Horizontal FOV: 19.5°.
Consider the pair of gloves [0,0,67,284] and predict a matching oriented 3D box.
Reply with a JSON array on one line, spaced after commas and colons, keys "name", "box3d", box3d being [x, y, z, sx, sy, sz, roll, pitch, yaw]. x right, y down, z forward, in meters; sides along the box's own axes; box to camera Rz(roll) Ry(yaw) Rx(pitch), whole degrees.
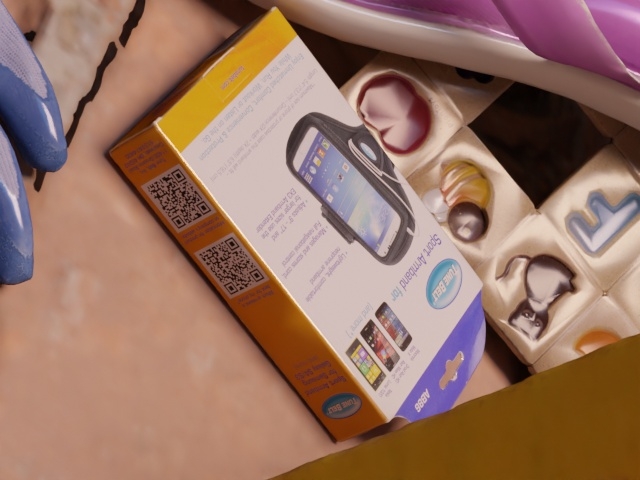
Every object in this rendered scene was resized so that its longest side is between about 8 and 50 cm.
[{"name": "pair of gloves", "box3d": [-0.155, -0.055, 0.480, 0.198, 0.023, 0.159, -5, 71, -47]}]

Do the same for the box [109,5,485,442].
[{"name": "box", "box3d": [0.000, 0.000, 0.603, 0.136, 0.028, 0.081, 54, 42, -13]}]

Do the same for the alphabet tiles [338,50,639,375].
[{"name": "alphabet tiles", "box3d": [0.143, -0.019, 0.683, 0.198, 0.009, 0.237, -42, 98, -16]}]

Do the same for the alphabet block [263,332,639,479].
[{"name": "alphabet block", "box3d": [0.107, 0.138, 0.513, 0.197, 0.193, 0.192, 4, 65, -44]}]

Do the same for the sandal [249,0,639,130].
[{"name": "sandal", "box3d": [0.107, -0.122, 0.621, 0.416, 0.102, 0.169, 23, 79, -14]}]
